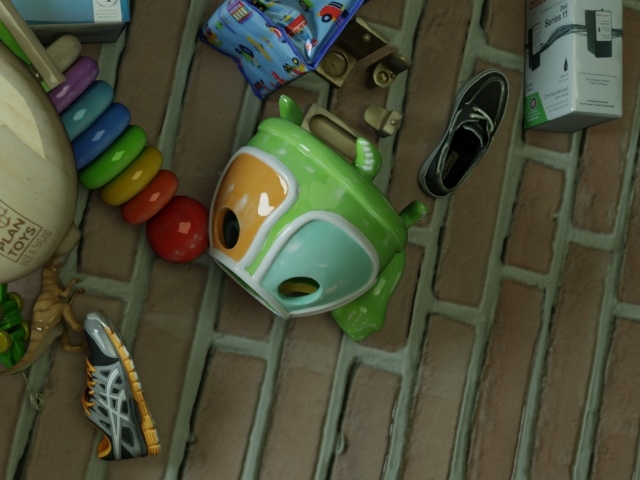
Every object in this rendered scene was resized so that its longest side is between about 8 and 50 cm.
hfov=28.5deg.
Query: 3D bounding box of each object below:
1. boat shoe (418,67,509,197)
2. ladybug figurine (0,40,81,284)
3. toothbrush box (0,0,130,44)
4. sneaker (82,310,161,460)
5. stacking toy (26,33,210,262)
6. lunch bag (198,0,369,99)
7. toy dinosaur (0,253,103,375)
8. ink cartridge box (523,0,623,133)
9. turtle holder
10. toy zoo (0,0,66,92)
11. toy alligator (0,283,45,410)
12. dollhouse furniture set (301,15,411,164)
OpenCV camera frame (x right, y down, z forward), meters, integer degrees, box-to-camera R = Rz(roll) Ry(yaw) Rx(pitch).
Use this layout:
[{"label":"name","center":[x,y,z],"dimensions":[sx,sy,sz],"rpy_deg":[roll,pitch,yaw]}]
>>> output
[{"label":"boat shoe","center":[0.221,-0.157,1.825],"dimensions":[0.078,0.070,0.219],"rpy_deg":[32,76,-14]},{"label":"ladybug figurine","center":[-0.456,-0.132,1.432],"dimensions":[0.449,0.162,0.305],"rpy_deg":[40,108,-5]},{"label":"toothbrush box","center":[-0.370,-0.405,1.609],"dimensions":[0.216,0.126,0.295],"rpy_deg":[-6,88,-18]},{"label":"sneaker","center":[-0.268,0.192,1.604],"dimensions":[0.083,0.084,0.215],"rpy_deg":[-18,109,-9]},{"label":"stacking toy","center":[-0.263,-0.101,1.625],"dimensions":[0.141,0.141,0.330],"rpy_deg":[-46,104,-17]},{"label":"lunch bag","center":[0.001,-0.350,1.684],"dimensions":[0.138,0.221,0.293],"rpy_deg":[45,74,-11]},{"label":"toy dinosaur","center":[-0.345,0.110,1.608],"dimensions":[0.112,0.064,0.211],"rpy_deg":[21,55,-15]},{"label":"ink cartridge box","center":[0.368,-0.273,1.844],"dimensions":[0.087,0.153,0.208],"rpy_deg":[4,83,-18]},{"label":"turtle holder","center":[-0.015,-0.012,1.668],"dimensions":[0.243,0.320,0.227],"rpy_deg":[36,81,21]},{"label":"toy zoo","center":[-0.477,-0.190,1.521],"dimensions":[0.293,0.030,0.192],"rpy_deg":[-31,100,15]},{"label":"toy alligator","center":[-0.400,0.130,1.600],"dimensions":[0.051,0.056,0.190],"rpy_deg":[-11,99,24]},{"label":"dollhouse furniture set","center":[0.051,-0.195,1.741],"dimensions":[0.144,0.123,0.151],"rpy_deg":[33,76,-14]}]
